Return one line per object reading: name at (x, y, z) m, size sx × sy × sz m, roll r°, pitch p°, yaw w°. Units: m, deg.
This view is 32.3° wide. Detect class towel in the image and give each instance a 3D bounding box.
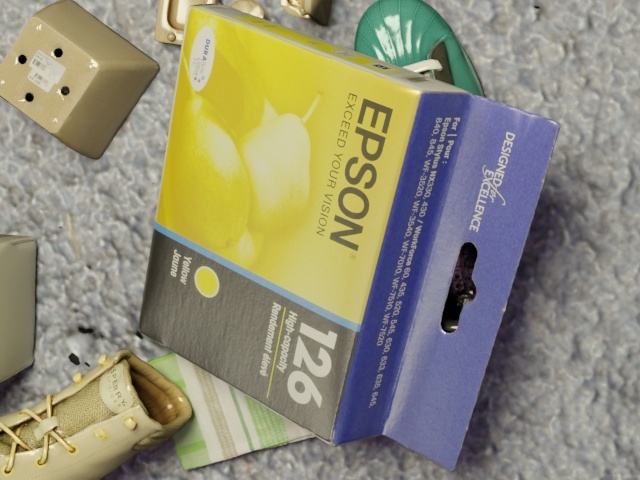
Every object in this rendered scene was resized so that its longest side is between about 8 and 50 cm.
towel at (-0.073, 0.140, 1.020) m, size 0.152 × 0.023 × 0.113 m, roll -17°, pitch 91°, yaw 12°

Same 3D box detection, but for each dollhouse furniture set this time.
dollhouse furniture set at (-0.069, -0.230, 0.927) m, size 0.151 × 0.123 × 0.144 m, roll 10°, pitch 97°, yaw 7°

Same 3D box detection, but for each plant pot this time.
plant pot at (-0.226, -0.143, 0.973) m, size 0.109 × 0.096 × 0.109 m, roll 37°, pitch 100°, yaw 3°

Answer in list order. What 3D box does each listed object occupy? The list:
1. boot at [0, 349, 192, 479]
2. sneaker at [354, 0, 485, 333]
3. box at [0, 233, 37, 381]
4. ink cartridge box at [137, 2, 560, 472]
boot at (-0.245, 0.164, 0.924) m, size 0.203 × 0.262 × 0.095 m, roll -33°, pitch 62°, yaw 15°
sneaker at (0.098, -0.062, 0.921) m, size 0.108 × 0.121 × 0.302 m, roll -16°, pitch 93°, yaw 9°
box at (-0.391, 0.057, 0.990) m, size 0.232 × 0.148 × 0.126 m, roll 4°, pitch 96°, yaw 8°
ink cartridge box at (0.000, 0.000, 0.883) m, size 0.307 × 0.072 × 0.303 m, roll 25°, pitch 114°, yaw 30°
